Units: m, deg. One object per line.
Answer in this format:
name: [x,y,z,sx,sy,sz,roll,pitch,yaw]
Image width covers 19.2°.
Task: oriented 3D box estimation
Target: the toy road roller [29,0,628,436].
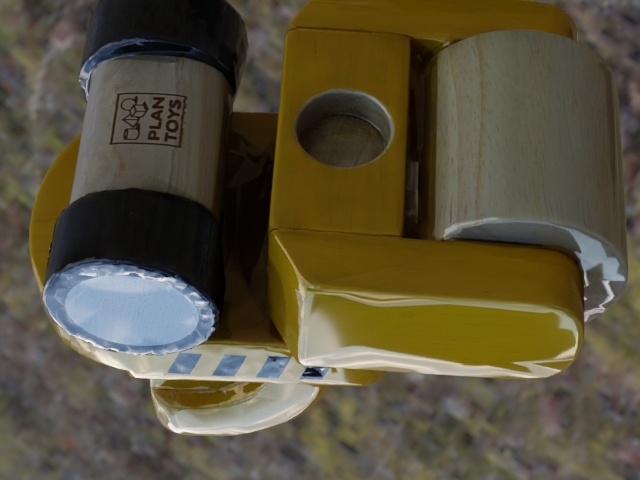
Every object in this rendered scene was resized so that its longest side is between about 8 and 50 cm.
toy road roller: [0.000,0.000,1.086,0.330,0.202,0.240,2,146,2]
